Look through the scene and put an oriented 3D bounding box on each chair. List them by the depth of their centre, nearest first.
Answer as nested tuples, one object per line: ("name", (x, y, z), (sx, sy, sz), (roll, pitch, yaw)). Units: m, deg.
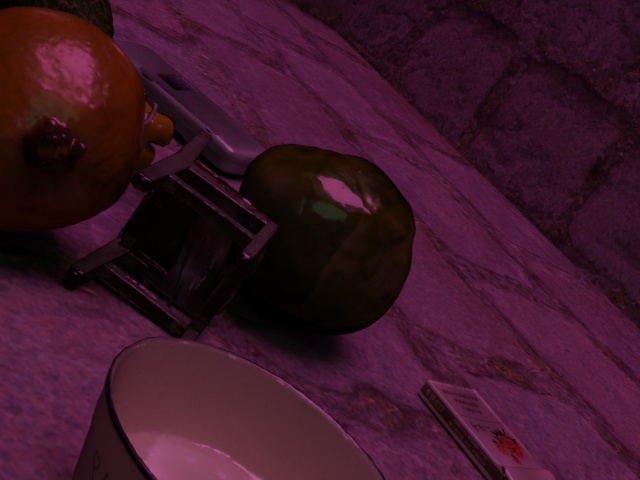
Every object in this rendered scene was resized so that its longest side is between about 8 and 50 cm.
("chair", (-0.131, -0.004, 1.041), (0.147, 0.136, 0.270), (37, 15, -2))

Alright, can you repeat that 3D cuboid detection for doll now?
("doll", (-0.281, -0.161, 1.199), (0.135, 0.143, 0.221), (45, 8, 22))

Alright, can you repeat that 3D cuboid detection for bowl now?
("bowl", (-0.067, 0.185, 0.672), (0.238, 0.126, 0.238), (33, 17, -12))

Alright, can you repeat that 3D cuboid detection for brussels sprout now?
("brussels sprout", (0.000, 0.000, 1.183), (0.219, 0.210, 0.271), (17, 1, -3))

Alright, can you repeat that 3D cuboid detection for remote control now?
("remote control", (-0.211, -0.206, 1.565), (0.296, 0.056, 0.140), (42, 19, 12))

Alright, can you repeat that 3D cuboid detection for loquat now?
("loquat", (-0.257, -0.101, 0.908), (0.213, 0.213, 0.246), (27, 5, -27))

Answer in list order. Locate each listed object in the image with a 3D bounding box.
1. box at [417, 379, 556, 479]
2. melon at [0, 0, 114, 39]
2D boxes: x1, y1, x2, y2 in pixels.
("box", (0.210, 0.249, 1.220), (0.109, 0.029, 0.198), (18, 24, -46))
("melon", (-0.382, -0.308, 0.953), (0.331, 0.226, 0.343), (61, 5, 2))
